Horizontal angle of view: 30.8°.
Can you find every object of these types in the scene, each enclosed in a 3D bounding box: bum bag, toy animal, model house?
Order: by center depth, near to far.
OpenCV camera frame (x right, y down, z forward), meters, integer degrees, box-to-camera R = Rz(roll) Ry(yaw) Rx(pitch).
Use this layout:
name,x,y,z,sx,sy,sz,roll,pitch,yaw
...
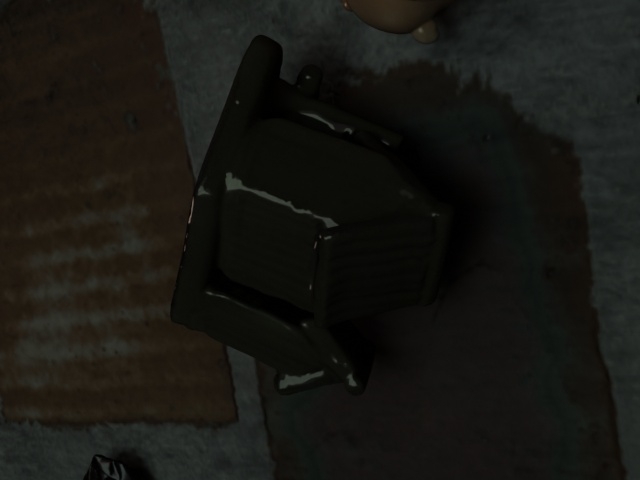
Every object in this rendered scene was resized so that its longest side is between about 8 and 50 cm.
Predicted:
name,x,y,z,sx,sy,sz,roll,pitch,yaw
toy animal,0.061,-0.168,0.731,0.114,0.091,0.082,22,141,43
model house,-0.008,0.001,0.789,0.188,0.122,0.229,28,130,14
bum bag,-0.195,0.230,1.019,0.058,0.034,0.124,40,122,6
